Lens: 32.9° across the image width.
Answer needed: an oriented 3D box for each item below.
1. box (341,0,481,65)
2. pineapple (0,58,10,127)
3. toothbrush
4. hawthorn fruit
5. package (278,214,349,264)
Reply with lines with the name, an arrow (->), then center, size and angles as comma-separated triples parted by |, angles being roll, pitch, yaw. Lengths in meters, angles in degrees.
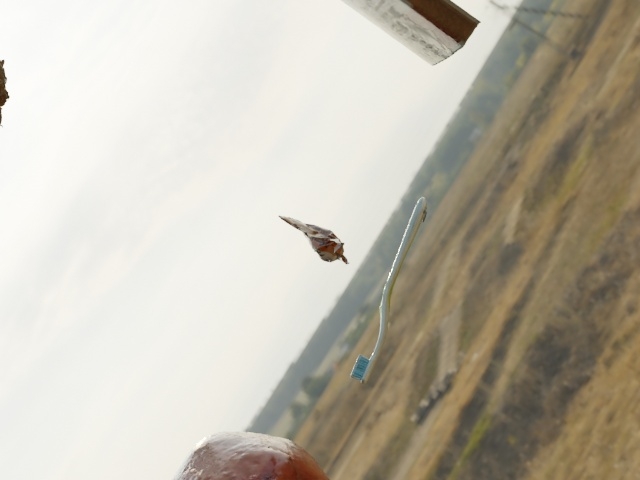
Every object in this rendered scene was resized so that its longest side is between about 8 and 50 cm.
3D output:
box -> 0.062, -0.243, 1.063 | 0.036, 0.177, 0.115 | -58, 9, -8
pineapple -> -0.630, -0.272, 1.952 | 0.225, 0.076, 0.224 | 5, -90, -68
toothbrush -> 0.096, 0.062, 1.406 | 0.022, 0.026, 0.263 | 73, -142, -69
hawthorn fruit -> -0.070, 0.323, 1.253 | 0.211, 0.211, 0.299 | -57, 15, -21
package -> 0.000, -0.001, 1.265 | 0.033, 0.077, 0.110 | -45, -27, -1
